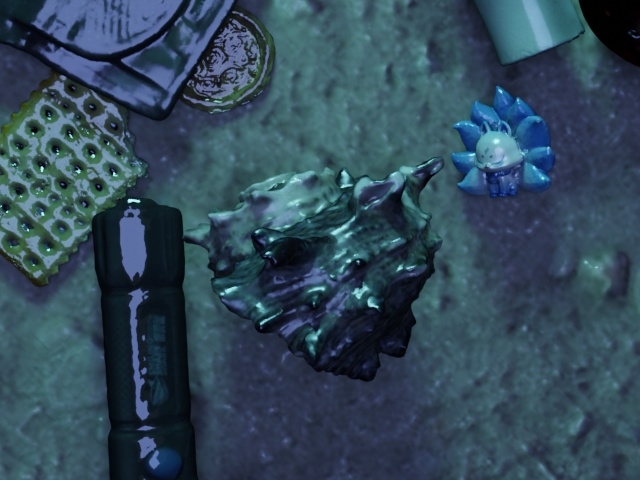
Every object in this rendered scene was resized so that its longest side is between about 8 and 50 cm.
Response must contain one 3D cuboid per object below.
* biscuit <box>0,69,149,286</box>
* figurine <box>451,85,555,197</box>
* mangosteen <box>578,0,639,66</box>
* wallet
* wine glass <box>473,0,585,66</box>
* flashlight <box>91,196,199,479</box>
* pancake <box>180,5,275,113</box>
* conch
[{"bbox_3d":[-0.256,-0.067,1.686,0.144,0.016,0.203,43,92,-3],"label":"biscuit"},{"bbox_3d":[0.177,-0.096,1.667,0.114,0.079,0.114,13,110,40],"label":"figurine"},{"bbox_3d":[0.339,-0.253,1.631,0.200,0.200,0.200,0,93,-2],"label":"mangosteen"},{"bbox_3d":[-0.234,-0.283,1.657,0.323,0.041,0.247,29,88,2],"label":"wallet"},{"bbox_3d":[0.170,-0.287,1.646,0.103,0.103,0.231,-25,97,0],"label":"wine glass"},{"bbox_3d":[-0.162,0.168,1.664,0.103,0.103,0.424,-3,93,-2],"label":"flashlight"},{"bbox_3d":[-0.100,-0.178,1.687,0.115,0.011,0.115,0,95,-1],"label":"pancake"},{"bbox_3d":[-0.010,0.008,1.566,0.241,0.313,0.186,1,115,5],"label":"conch"}]
